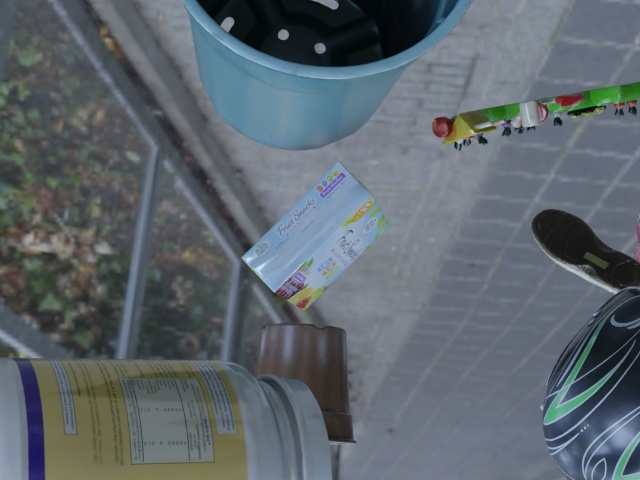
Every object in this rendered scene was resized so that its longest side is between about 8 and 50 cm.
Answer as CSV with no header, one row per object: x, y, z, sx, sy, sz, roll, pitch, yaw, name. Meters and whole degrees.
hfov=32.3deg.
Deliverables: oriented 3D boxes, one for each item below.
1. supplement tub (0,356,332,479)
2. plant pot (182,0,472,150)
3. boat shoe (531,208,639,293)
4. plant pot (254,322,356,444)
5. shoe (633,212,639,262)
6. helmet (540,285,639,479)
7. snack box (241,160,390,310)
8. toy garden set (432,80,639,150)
-0.180,0.237,1.095,0.331,0.241,0.241,3,162,-24,supplement tub
-0.014,-0.278,1.287,0.341,0.341,0.334,6,164,-5,plant pot
0.365,0.028,1.502,0.190,0.068,0.072,43,180,37,boat shoe
-0.027,0.207,1.586,0.167,0.165,0.167,3,169,1,plant pot
0.488,0.035,1.671,0.081,0.178,0.063,-34,128,28,shoe
0.257,0.135,0.868,0.169,0.161,0.169,33,174,4,helmet
0.000,0.000,1.453,0.070,0.174,0.207,45,179,13,snack box
0.286,-0.157,1.416,0.204,0.049,0.244,-15,-173,-39,toy garden set
